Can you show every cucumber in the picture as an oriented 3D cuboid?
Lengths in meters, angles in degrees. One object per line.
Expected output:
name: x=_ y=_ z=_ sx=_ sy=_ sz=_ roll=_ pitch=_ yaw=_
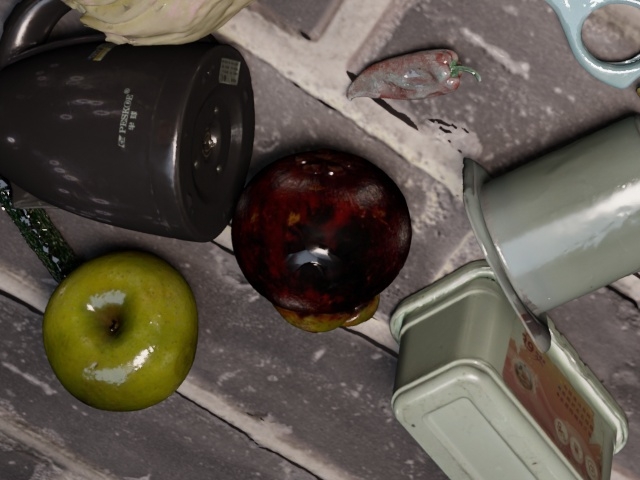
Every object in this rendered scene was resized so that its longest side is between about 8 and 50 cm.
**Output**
cucumber: x=-0.352 y=-0.010 z=1.357 sx=0.044 sy=0.043 sz=0.257 roll=-18 pitch=115 yaw=30

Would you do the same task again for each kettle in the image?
kettle: x=-0.233 y=-0.151 z=1.168 sx=0.290 sy=0.207 sz=0.268 roll=10 pitch=92 yaw=18

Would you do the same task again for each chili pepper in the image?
chili pepper: x=0.096 y=-0.172 z=1.134 sx=0.153 sy=0.041 sz=0.050 roll=-4 pitch=100 yaw=36

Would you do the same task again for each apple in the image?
apple: x=-0.239 y=0.111 z=1.313 sx=0.196 sy=0.196 sz=0.157 roll=5 pitch=163 yaw=13

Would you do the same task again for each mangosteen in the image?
mangosteen: x=0.000 y=0.000 z=1.173 sx=0.209 sy=0.210 sz=0.210 roll=7 pitch=122 yaw=11

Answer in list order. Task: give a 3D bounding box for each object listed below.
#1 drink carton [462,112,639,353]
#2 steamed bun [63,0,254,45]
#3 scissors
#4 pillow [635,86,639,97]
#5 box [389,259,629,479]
drink carton: x=0.263 y=-0.024 z=1.096 sx=0.189 sy=0.185 sz=0.191 roll=-24 pitch=110 yaw=24
steamed bun: x=-0.183 y=-0.320 z=0.994 sx=0.320 sy=0.206 sz=0.275 roll=4 pitch=98 yaw=16
scissors: x=0.201 y=-0.276 z=1.050 sx=0.360 sy=0.029 sz=0.191 roll=20 pitch=120 yaw=6
pillow: x=0.416 y=-0.098 z=1.091 sx=0.113 sy=0.038 sz=0.203 roll=-27 pitch=111 yaw=24
box: x=0.213 y=0.206 z=1.246 sx=0.175 sy=0.182 sz=0.312 roll=-31 pitch=109 yaw=29
